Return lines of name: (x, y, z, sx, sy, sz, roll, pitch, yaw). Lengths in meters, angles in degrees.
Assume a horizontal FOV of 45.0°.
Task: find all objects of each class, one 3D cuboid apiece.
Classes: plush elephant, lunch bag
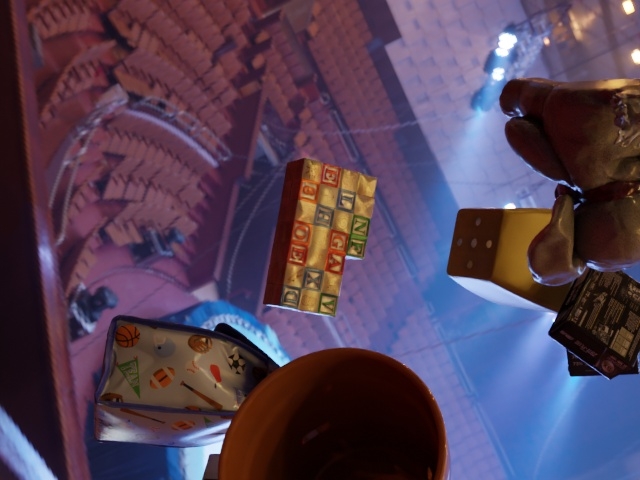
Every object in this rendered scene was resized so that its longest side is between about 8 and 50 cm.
plush elephant: (0.381, -0.078, 1.012, 0.330, 0.271, 0.256, -59, 146, -71)
lunch bag: (-0.283, 0.322, 1.691, 0.328, 0.385, 0.239, 119, -21, -61)

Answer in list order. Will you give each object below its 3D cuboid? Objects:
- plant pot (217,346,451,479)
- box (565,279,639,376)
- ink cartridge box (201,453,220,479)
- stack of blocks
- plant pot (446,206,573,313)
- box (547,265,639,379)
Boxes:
plant pot: (0.038, 0.314, 1.006, 0.204, 0.290, 0.291, 64, 4, -47)
box: (0.632, 0.194, 1.752, 0.108, 0.153, 0.207, -27, 110, -66)
ink cartridge box: (-0.215, 0.614, 1.542, 0.333, 0.065, 0.165, -77, 158, -45)
stack of blocks: (0.000, 0.000, 1.566, 0.087, 0.171, 0.297, -4, -106, 63)
plant pot: (0.385, 0.025, 1.598, 0.212, 0.187, 0.212, 5, -97, 61)
box: (0.543, 0.145, 1.475, 0.147, 0.180, 0.077, 35, -32, 4)
